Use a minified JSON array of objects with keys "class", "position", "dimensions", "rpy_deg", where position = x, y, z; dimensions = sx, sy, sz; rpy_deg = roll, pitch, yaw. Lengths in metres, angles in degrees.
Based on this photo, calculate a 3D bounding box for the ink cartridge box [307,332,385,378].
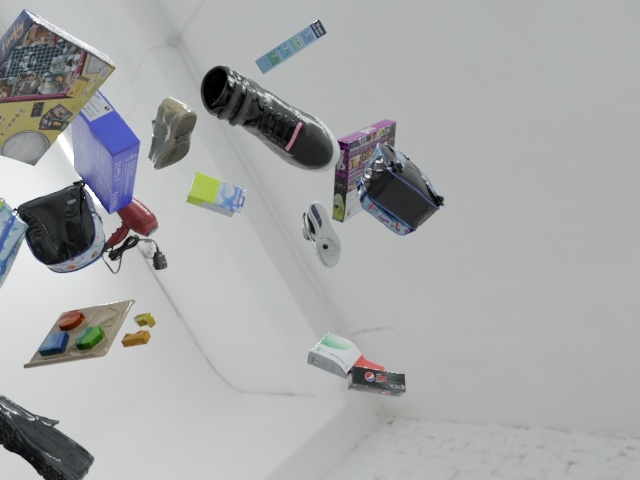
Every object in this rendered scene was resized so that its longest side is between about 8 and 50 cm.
[{"class":"ink cartridge box","position":[0.092,0.388,1.829],"dimensions":[0.225,0.181,0.056],"rpy_deg":[17,-75,17]}]

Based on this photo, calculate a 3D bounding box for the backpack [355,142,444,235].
[{"class":"backpack","position":[0.149,-0.114,1.143],"dimensions":[0.158,0.173,0.117],"rpy_deg":[33,-66,-25]}]

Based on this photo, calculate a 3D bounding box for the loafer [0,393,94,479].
[{"class":"loafer","position":[-0.504,0.348,0.998],"dimensions":[0.223,0.078,0.076],"rpy_deg":[43,-61,-6]}]

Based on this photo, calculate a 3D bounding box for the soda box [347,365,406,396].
[{"class":"soda box","position":[0.166,0.420,1.667],"dimensions":[0.169,0.060,0.053],"rpy_deg":[12,-39,-12]}]

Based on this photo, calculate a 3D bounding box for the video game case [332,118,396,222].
[{"class":"video game case","position":[0.112,-0.179,1.417],"dimensions":[0.042,0.232,0.210],"rpy_deg":[21,-56,29]}]

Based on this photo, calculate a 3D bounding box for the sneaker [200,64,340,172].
[{"class":"sneaker","position":[-0.104,-0.216,1.010],"dimensions":[0.296,0.147,0.104],"rpy_deg":[39,-71,24]}]

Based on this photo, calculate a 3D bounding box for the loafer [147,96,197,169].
[{"class":"loafer","position":[-0.402,-0.285,1.494],"dimensions":[0.092,0.102,0.268],"rpy_deg":[56,-40,7]}]

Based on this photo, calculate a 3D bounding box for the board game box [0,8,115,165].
[{"class":"board game box","position":[-0.487,-0.245,0.939],"dimensions":[0.243,0.165,0.042],"rpy_deg":[-44,-114,12]}]

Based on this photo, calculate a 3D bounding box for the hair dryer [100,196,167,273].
[{"class":"hair dryer","position":[-0.592,-0.030,1.685],"dimensions":[0.224,0.080,0.293],"rpy_deg":[-2,-73,10]}]

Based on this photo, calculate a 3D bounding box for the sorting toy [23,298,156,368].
[{"class":"sorting toy","position":[-0.548,0.213,1.380],"dimensions":[0.308,0.229,0.041],"rpy_deg":[-11,-62,11]}]

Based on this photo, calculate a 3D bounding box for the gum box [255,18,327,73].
[{"class":"gum box","position":[-0.077,-0.487,1.425],"dimensions":[0.041,0.185,0.157],"rpy_deg":[56,4,-15]}]

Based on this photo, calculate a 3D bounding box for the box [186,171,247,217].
[{"class":"box","position":[-0.341,-0.148,1.847],"dimensions":[0.178,0.108,0.042],"rpy_deg":[20,-37,-15]}]

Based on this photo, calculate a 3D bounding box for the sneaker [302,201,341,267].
[{"class":"sneaker","position":[0.000,0.000,1.727],"dimensions":[0.121,0.079,0.216],"rpy_deg":[122,-42,-59]}]

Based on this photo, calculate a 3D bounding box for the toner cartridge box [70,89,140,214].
[{"class":"toner cartridge box","position":[-0.534,-0.206,1.383],"dimensions":[0.165,0.075,0.348],"rpy_deg":[53,-29,3]}]

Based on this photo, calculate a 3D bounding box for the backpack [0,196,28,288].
[{"class":"backpack","position":[-0.768,0.058,1.149],"dimensions":[0.290,0.274,0.355],"rpy_deg":[-19,-112,54]}]

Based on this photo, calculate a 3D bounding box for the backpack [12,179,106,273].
[{"class":"backpack","position":[-0.849,-0.023,1.865],"dimensions":[0.213,0.277,0.263],"rpy_deg":[75,-11,-64]}]
